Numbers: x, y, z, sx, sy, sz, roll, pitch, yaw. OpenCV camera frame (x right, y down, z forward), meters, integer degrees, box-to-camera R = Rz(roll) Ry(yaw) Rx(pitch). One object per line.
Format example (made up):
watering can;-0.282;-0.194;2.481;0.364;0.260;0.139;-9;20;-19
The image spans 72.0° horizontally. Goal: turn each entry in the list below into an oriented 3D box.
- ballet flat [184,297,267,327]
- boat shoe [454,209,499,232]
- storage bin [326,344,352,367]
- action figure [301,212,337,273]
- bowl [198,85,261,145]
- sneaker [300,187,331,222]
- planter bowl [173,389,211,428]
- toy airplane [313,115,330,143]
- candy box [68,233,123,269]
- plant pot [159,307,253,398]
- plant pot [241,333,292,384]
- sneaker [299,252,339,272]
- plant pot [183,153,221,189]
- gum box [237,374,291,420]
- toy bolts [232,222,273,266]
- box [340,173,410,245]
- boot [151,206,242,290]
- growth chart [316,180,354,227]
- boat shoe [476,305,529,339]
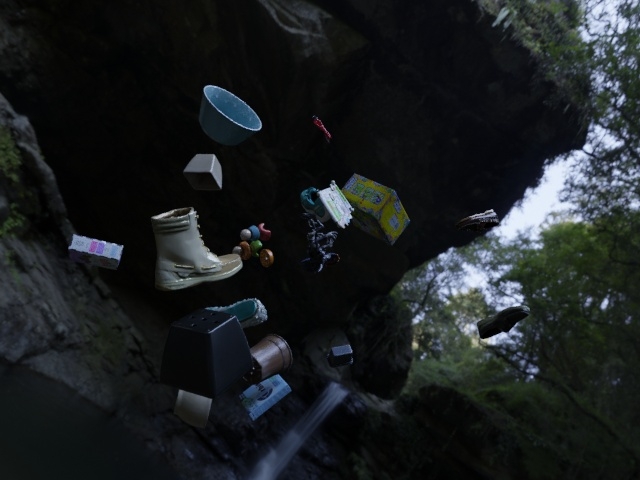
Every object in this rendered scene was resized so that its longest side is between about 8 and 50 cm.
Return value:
ballet flat;-0.416;0.363;1.949;0.409;0.147;0.147;-14;-53;18
boat shoe;0.641;-0.069;1.785;0.073;0.207;0.073;69;-22;13
storage bin;0.108;0.610;2.370;0.098;0.135;0.091;-112;-157;-44
action figure;0.000;0.000;1.933;0.164;0.141;0.276;141;-61;-68
bowl;-0.455;-0.574;2.106;0.311;0.311;0.163;43;-63;0
sneaker;-0.017;-0.165;1.746;0.110;0.107;0.275;56;-8;-27
planter bowl;-0.422;0.529;1.458;0.109;0.162;0.162;14;-21;-14
toy airplane;0.008;-0.532;2.097;0.151;0.028;0.151;53;13;-17
candy box;-0.962;0.054;1.888;0.196;0.070;0.165;16;-26;-23
plant pot;-0.311;0.291;1.204;0.187;0.188;0.167;7;-75;24
plant pot;-0.226;0.469;1.715;0.167;0.165;0.167;6;-78;32
sneaker;-0.008;0.120;2.446;0.087;0.221;0.083;-136;-144;-76
plant pot;-0.419;-0.254;1.605;0.109;0.096;0.109;2;-28;11
gum box;-0.229;0.622;1.788;0.157;0.184;0.041;16;-45;61
toy bolts;-0.368;0.034;2.407;0.218;0.158;0.228;42;-53;37
box;0.275;-0.161;2.309;0.279;0.177;0.290;31;-12;38
boot;-0.327;0.010;1.190;0.095;0.262;0.203;10;-74;44
growth chart;0.061;-0.134;1.655;0.021;0.237;0.172;-36;-86;24
boat shoe;0.682;0.311;1.639;0.080;0.073;0.223;26;-40;-22
